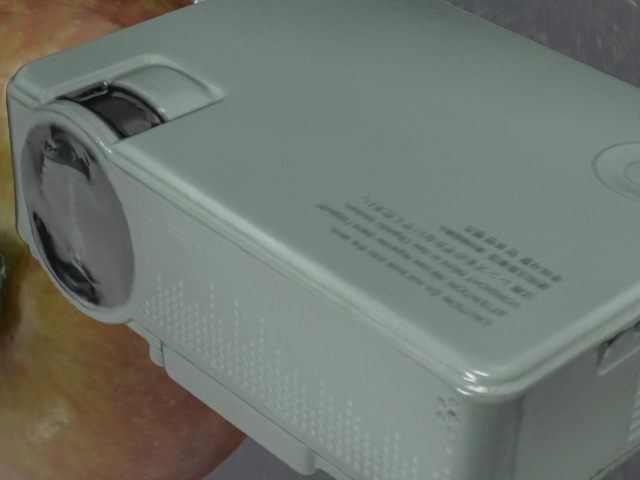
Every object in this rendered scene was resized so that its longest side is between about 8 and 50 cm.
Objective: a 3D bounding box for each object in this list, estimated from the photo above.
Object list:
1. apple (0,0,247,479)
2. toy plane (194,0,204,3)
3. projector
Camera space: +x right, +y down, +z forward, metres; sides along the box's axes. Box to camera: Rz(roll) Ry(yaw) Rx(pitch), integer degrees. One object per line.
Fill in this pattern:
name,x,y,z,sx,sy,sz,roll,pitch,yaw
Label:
apple,-0.149,-0.004,0.819,0.277,0.250,0.309,-24,77,6
toy plane,-0.060,-0.102,1.152,0.255,0.101,0.251,-34,75,4
projector,0.025,-0.005,0.567,0.257,0.192,0.099,32,132,35
